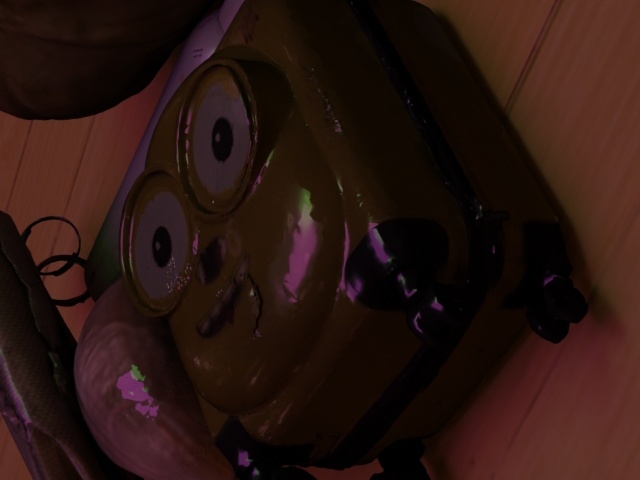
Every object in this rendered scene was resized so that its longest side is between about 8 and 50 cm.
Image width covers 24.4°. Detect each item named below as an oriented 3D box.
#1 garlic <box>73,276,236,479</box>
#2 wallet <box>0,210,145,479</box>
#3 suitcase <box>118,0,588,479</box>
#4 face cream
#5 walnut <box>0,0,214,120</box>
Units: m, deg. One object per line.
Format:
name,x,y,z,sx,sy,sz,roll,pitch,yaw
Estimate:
garlic,-0.087,0.066,0.840,0.087,0.101,0.195,-56,14,22
wallet,-0.172,0.081,0.951,0.335,0.068,0.275,61,180,24
suitcase,0.000,0.000,0.740,0.194,0.143,0.235,-57,45,39
face cream,-0.067,-0.059,0.896,0.269,0.082,0.082,-61,43,37
walnut,-0.173,-0.222,0.890,0.253,0.282,0.277,-6,53,17
